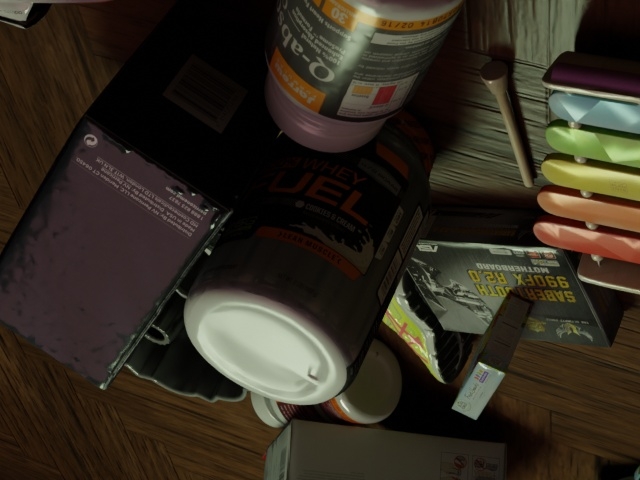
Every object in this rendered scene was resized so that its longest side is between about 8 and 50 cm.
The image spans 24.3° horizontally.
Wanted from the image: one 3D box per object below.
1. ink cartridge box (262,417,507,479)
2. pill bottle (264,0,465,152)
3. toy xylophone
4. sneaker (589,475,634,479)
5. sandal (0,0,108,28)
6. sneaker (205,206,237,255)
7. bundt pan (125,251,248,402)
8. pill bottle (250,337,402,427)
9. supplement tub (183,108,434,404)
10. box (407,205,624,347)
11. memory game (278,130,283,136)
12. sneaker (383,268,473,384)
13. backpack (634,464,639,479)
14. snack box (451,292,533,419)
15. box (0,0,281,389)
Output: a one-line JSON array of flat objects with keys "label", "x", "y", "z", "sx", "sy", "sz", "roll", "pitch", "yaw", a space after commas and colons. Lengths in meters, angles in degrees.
[{"label": "ink cartridge box", "x": 0.079, "y": 0.359, "z": 2.126, "sx": 0.309, "sy": 0.130, "sz": 0.272, "roll": 7, "pitch": 160, "yaw": -9}, {"label": "pill bottle", "x": 0.036, "y": -0.207, "z": 1.405, "sx": 0.162, "sy": 0.162, "sz": 0.278, "roll": 29, "pitch": 150, "yaw": 1}, {"label": "toy xylophone", "x": 0.278, "y": -0.074, "z": 1.482, "sx": 0.236, "sy": 0.081, "sz": 0.323, "roll": 7, "pitch": 143, "yaw": 34}, {"label": "sneaker", "x": 0.462, "y": 0.437, "z": 2.063, "sx": 0.208, "sy": 0.127, "sz": 0.319, "roll": -10, "pitch": 123, "yaw": 45}, {"label": "sandal", "x": -0.312, "y": -0.276, "z": 1.654, "sx": 0.265, "sy": 0.102, "sz": 0.076, "roll": 11, "pitch": 143, "yaw": 26}, {"label": "sneaker", "x": -0.092, "y": 0.001, "z": 1.843, "sx": 0.283, "sy": 0.107, "sz": 0.124, "roll": 33, "pitch": 174, "yaw": -8}, {"label": "bundt pan", "x": -0.208, "y": 0.083, "z": 2.088, "sx": 0.331, "sy": 0.124, "sz": 0.331, "roll": 22, "pitch": 150, "yaw": 13}, {"label": "pill bottle", "x": 0.003, "y": 0.207, "z": 2.099, "sx": 0.121, "sy": 0.121, "sz": 0.221, "roll": 43, "pitch": 147, "yaw": -23}, {"label": "supplement tub", "x": 0.000, "y": 0.000, "z": 1.583, "sx": 0.193, "sy": 0.316, "sz": 0.193, "roll": 17, "pitch": 143, "yaw": 13}, {"label": "box", "x": 0.216, "y": 0.040, "z": 1.732, "sx": 0.231, "sy": 0.056, "sz": 0.183, "roll": 5, "pitch": 142, "yaw": 36}, {"label": "memory game", "x": -0.030, "y": -0.086, "z": 1.792, "sx": 0.186, "sy": 0.012, "sz": 0.186, "roll": 21, "pitch": 150, "yaw": 13}, {"label": "sneaker", "x": 0.125, "y": 0.099, "z": 1.889, "sx": 0.094, "sy": 0.081, "sz": 0.208, "roll": 10, "pitch": 139, "yaw": 42}, {"label": "backpack", "x": 0.459, "y": 0.313, "z": 1.840, "sx": 0.117, "sy": 0.158, "sz": 0.173, "roll": 16, "pitch": 149, "yaw": -9}, {"label": "snack box", "x": 0.200, "y": 0.137, "z": 1.735, "sx": 0.037, "sy": 0.100, "sz": 0.141, "roll": 25, "pitch": 151, "yaw": 5}, {"label": "box", "x": -0.193, "y": -0.053, "z": 1.602, "sx": 0.182, "sy": 0.296, "sz": 0.294, "roll": 33, "pitch": 124, "yaw": -5}]
